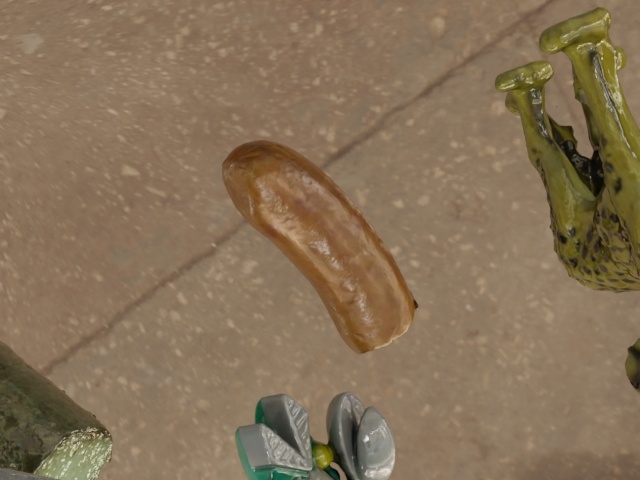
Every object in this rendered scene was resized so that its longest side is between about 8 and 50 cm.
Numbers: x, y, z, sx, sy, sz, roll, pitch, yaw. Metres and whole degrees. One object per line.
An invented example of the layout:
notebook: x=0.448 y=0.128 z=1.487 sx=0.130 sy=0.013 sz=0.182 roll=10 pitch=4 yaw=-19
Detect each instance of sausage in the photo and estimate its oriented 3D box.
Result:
sausage: x=0.001 y=0.000 z=1.086 sx=0.109 sy=0.109 sz=0.270 roll=-44 pitch=110 yaw=-9

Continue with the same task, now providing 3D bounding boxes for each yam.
yam: x=-0.389 y=0.213 z=1.198 sx=0.268 sy=0.161 sz=0.161 roll=35 pitch=84 yaw=15

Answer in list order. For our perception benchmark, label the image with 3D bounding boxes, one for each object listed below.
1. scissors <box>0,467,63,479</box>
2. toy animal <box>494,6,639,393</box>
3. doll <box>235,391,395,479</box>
scissors: x=-0.337 y=0.210 z=0.901 sx=0.360 sy=0.029 sz=0.191 roll=10 pitch=104 yaw=-4
toy animal: x=0.113 y=-0.011 z=0.380 sx=0.073 sy=0.181 sz=0.136 roll=-12 pitch=91 yaw=-4
doll: x=0.016 y=0.279 z=1.146 sx=0.258 sy=0.153 sz=0.195 roll=42 pitch=43 yaw=-37
